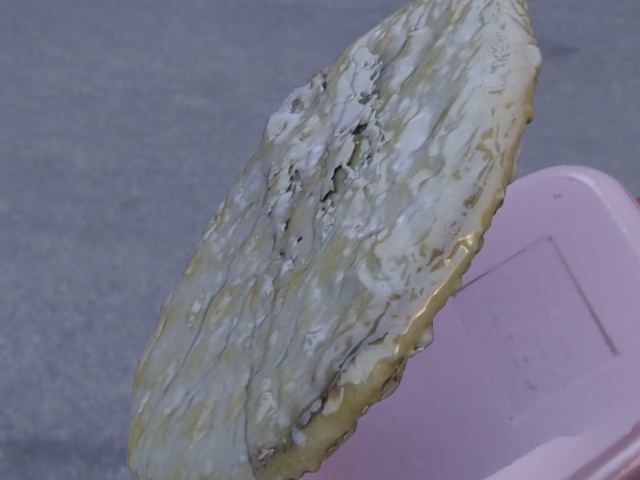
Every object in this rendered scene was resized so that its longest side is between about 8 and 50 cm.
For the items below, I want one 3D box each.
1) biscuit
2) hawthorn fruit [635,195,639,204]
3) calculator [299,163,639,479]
[{"bbox_3d":[-0.001,-0.001,0.595,0.033,0.220,0.220,34,20,-20],"label":"biscuit"},{"bbox_3d":[0.269,0.086,1.225,0.287,0.287,0.330,-2,28,-4],"label":"hawthorn fruit"},{"bbox_3d":[0.055,0.088,0.887,0.329,0.048,0.220,-35,47,12],"label":"calculator"}]
